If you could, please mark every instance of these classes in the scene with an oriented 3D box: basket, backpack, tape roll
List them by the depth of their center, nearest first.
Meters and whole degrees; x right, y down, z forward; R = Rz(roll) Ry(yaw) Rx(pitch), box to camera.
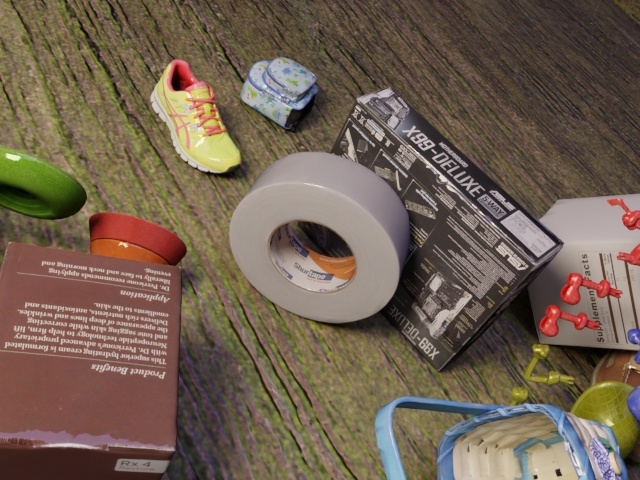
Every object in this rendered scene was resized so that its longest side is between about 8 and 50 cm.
[{"bbox_3d":[0.193,0.282,0.710,0.289,0.201,0.254,4,62,-32],"label":"basket"},{"bbox_3d":[0.000,0.000,0.873,0.219,0.219,0.072,28,44,-1],"label":"tape roll"},{"bbox_3d":[-0.068,-0.256,1.176,0.114,0.084,0.105,29,41,4],"label":"backpack"}]

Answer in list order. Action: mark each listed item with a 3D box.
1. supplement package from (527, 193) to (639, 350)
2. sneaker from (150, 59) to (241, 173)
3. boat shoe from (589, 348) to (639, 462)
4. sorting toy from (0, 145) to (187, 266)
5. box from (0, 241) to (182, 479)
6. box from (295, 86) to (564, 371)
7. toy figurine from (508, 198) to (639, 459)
[{"bbox_3d":[0.465,0.041,0.998,0.177,0.293,0.175,-36,115,-44],"label":"supplement package"},{"bbox_3d":[-0.184,-0.187,1.045,0.081,0.094,0.208,-22,64,-41],"label":"sneaker"},{"bbox_3d":[0.488,0.180,1.030,0.123,0.116,0.324,33,43,5],"label":"boat shoe"},{"bbox_3d":[-0.308,-0.005,0.738,0.365,0.127,0.126,35,60,-42],"label":"sorting toy"},{"bbox_3d":[-0.232,0.137,0.664,0.169,0.167,0.203,11,46,-19],"label":"box"},{"bbox_3d":[0.125,-0.010,0.932,0.307,0.242,0.076,46,46,18],"label":"box"},{"bbox_3d":[0.363,0.156,0.780,0.191,0.362,0.217,20,22,-4],"label":"toy figurine"}]
